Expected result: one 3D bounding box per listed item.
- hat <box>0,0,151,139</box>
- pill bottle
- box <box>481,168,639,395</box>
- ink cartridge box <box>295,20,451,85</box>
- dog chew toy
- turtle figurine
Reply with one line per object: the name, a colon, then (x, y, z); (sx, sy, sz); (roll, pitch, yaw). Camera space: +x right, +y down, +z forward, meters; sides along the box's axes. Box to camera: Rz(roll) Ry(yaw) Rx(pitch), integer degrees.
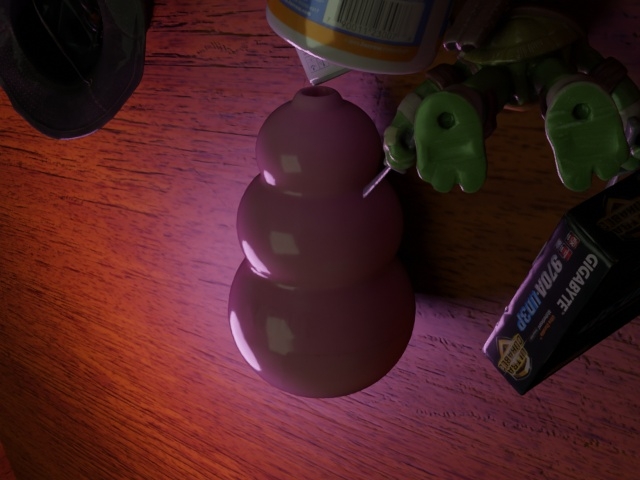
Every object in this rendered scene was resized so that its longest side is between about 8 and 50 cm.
hat: (-0.316, -0.304, 1.512); (0.331, 0.134, 0.331); (16, 121, 29)
pill bottle: (0.058, -0.283, 0.914); (0.152, 0.152, 0.272); (38, 124, 35)
box: (0.234, 0.006, 0.847); (0.051, 0.220, 0.175); (50, 147, 22)
ink cartridge box: (-0.003, -0.317, 1.102); (0.186, 0.065, 0.311); (-10, 108, 58)
dog chew toy: (0.000, 0.000, 1.229); (0.207, 0.207, 0.331); (27, 127, 44)
turtle figurine: (0.155, -0.071, 0.884); (0.198, 0.266, 0.274); (29, 112, 2)
